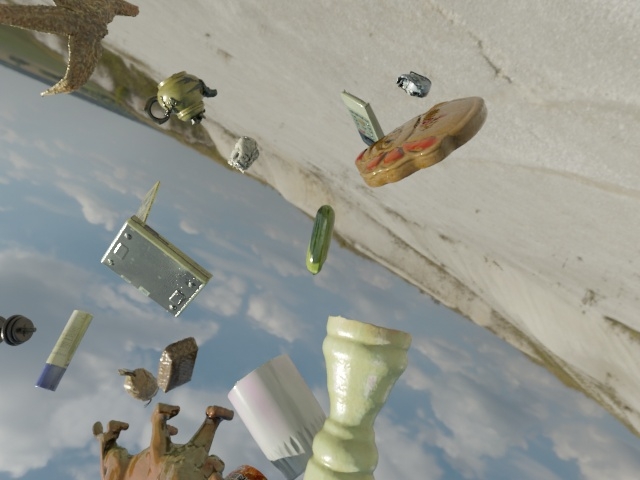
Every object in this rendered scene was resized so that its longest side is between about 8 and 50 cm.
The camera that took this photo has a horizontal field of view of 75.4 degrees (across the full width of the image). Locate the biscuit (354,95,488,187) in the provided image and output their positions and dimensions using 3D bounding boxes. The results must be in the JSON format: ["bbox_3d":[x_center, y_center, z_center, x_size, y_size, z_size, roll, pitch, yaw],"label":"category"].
[{"bbox_3d":[0.248,-0.265,1.108,0.381,0.359,0.074,-13,117,39],"label":"biscuit"}]

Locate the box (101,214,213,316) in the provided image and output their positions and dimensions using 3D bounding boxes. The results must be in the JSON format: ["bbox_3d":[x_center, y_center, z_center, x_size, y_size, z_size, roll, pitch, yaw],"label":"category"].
[{"bbox_3d":[-0.460,0.081,1.156,0.270,0.211,0.045,41,-153,-11],"label":"box"}]

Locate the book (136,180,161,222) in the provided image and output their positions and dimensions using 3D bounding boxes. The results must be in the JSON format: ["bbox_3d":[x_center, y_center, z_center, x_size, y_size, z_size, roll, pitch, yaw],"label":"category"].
[{"bbox_3d":[-0.576,-0.085,1.344,0.013,0.192,0.168,26,150,-31],"label":"book"}]

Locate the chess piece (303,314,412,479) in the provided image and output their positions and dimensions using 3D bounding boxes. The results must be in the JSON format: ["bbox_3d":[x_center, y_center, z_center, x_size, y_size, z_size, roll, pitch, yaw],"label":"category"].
[{"bbox_3d":[0.085,0.435,1.078,0.234,0.441,0.234,13,168,3],"label":"chess piece"}]

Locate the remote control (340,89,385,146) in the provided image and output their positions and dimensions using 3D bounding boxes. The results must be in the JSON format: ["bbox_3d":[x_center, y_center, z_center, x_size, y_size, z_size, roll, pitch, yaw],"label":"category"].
[{"bbox_3d":[0.152,-0.392,1.394,0.123,0.038,0.285,40,180,29],"label":"remote control"}]

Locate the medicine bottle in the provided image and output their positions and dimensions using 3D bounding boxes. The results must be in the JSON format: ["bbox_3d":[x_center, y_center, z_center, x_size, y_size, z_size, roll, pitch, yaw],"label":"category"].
[{"bbox_3d":[-0.753,0.321,1.222,0.059,0.230,0.059,10,150,6],"label":"medicine bottle"}]

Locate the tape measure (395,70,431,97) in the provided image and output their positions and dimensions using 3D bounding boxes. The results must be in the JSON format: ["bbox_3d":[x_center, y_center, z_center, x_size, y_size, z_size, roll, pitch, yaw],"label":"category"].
[{"bbox_3d":[0.293,-0.479,1.275,0.094,0.054,0.091,38,-133,20],"label":"tape measure"}]

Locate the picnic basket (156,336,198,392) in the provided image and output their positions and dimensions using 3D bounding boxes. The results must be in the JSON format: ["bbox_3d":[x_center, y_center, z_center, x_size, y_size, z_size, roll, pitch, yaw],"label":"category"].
[{"bbox_3d":[-0.431,0.381,1.260,0.110,0.193,0.055,-16,-132,-43],"label":"picnic basket"}]

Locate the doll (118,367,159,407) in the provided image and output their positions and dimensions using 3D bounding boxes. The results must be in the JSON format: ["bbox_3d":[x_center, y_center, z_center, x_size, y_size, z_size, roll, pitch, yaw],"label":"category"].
[{"bbox_3d":[-0.694,0.550,1.601,0.105,0.221,0.115,-15,-134,-12],"label":"doll"}]

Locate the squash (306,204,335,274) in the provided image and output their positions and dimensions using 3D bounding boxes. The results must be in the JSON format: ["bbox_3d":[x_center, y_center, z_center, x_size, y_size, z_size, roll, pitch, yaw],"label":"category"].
[{"bbox_3d":[0.000,0.000,1.340,0.069,0.238,0.069,12,-165,-3],"label":"squash"}]

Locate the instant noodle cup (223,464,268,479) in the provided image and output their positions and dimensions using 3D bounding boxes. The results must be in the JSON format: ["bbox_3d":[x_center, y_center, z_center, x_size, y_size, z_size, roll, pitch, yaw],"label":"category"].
[{"bbox_3d":[-0.267,0.861,1.310,0.250,0.250,0.192,26,-155,25],"label":"instant noodle cup"}]

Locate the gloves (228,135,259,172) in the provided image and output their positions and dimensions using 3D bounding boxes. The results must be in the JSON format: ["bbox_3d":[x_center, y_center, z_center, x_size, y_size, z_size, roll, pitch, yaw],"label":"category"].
[{"bbox_3d":[-0.328,-0.377,1.813,0.114,0.153,0.070,31,-176,-23],"label":"gloves"}]

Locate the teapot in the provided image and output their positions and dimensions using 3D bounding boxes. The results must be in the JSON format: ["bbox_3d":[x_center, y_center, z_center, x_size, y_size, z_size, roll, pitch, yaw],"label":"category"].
[{"bbox_3d":[-0.510,-0.508,1.533,0.182,0.269,0.173,59,168,-20],"label":"teapot"}]

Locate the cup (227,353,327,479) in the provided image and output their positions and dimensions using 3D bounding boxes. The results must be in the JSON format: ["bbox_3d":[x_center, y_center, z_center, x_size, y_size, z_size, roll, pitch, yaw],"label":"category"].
[{"bbox_3d":[-0.127,0.599,1.432,0.371,0.253,0.253,50,-165,21],"label":"cup"}]

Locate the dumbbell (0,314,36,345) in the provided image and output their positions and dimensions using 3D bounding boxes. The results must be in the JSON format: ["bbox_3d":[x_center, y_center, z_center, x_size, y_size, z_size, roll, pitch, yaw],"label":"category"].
[{"bbox_3d":[-0.995,0.284,1.309,0.209,0.099,0.099,-3,-179,9],"label":"dumbbell"}]

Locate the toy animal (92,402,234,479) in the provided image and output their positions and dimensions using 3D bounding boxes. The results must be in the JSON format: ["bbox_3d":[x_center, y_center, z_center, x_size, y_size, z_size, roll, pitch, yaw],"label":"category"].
[{"bbox_3d":[-0.222,0.311,0.560,0.097,0.312,0.157,39,-142,-34],"label":"toy animal"}]

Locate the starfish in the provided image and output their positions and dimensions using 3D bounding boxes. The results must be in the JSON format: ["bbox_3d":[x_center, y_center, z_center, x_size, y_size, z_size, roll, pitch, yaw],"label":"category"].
[{"bbox_3d":[-0.679,-0.582,1.091,0.132,0.397,0.384,-3,164,39],"label":"starfish"}]
